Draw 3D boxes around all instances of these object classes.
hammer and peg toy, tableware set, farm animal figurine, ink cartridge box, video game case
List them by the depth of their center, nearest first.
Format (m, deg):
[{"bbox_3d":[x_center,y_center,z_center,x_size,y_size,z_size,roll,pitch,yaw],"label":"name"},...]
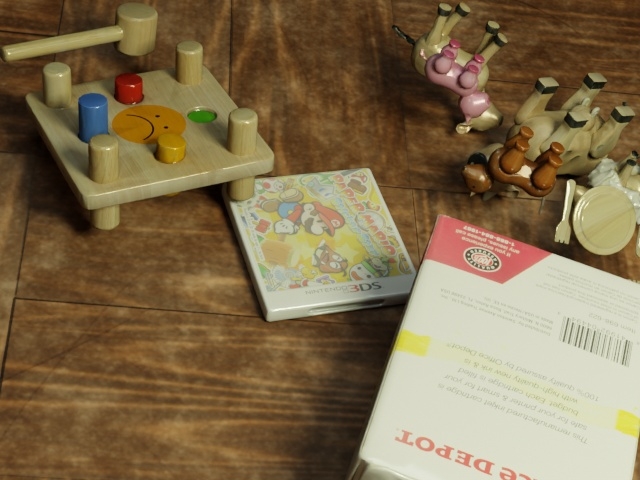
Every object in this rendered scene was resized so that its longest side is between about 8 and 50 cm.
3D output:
[{"bbox_3d":[0.198,0.188,1.563,0.279,0.160,0.385,21,45,3],"label":"ink cartridge box"},{"bbox_3d":[0.340,0.027,1.774,0.128,0.039,0.194,11,88,-17],"label":"tableware set"},{"bbox_3d":[0.000,0.000,1.805,0.206,0.026,0.227,-7,48,-18],"label":"video game case"},{"bbox_3d":[-0.250,-0.166,1.838,0.266,0.127,0.361,-14,41,-23],"label":"hammer and peg toy"},{"bbox_3d":[0.267,-0.148,1.914,0.326,0.172,0.330,6,45,-26],"label":"farm animal figurine"}]
